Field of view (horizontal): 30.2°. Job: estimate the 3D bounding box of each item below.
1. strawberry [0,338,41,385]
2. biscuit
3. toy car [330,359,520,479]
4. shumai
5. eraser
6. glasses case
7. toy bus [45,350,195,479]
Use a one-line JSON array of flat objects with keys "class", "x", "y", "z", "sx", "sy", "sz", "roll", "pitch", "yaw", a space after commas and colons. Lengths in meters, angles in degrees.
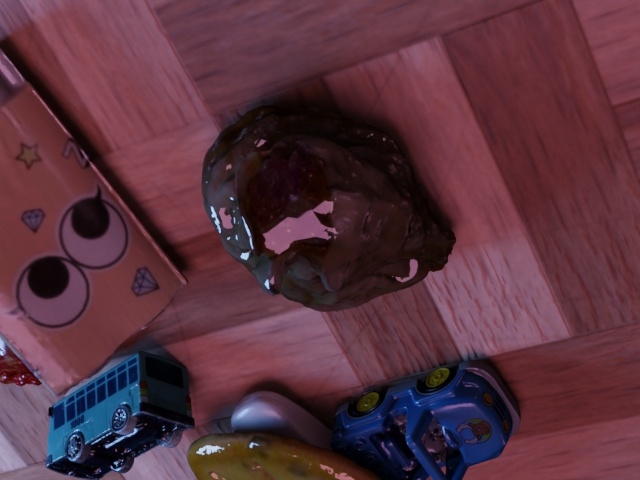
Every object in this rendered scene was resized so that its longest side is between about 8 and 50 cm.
[{"class": "strawberry", "x": -0.320, "y": 0.113, "z": 1.230, "sx": 0.167, "sy": 0.087, "sz": 0.208, "roll": 41, "pitch": 125, "yaw": -17}, {"class": "biscuit", "x": -0.022, "y": 0.274, "z": 1.235, "sx": 0.260, "sy": 0.041, "sz": 0.203, "roll": 24, "pitch": 142, "yaw": 4}, {"class": "toy car", "x": 0.099, "y": 0.200, "z": 1.181, "sx": 0.191, "sy": 0.100, "sz": 0.097, "roll": -24, "pitch": 116, "yaw": 26}, {"class": "shumai", "x": -0.004, "y": 0.000, "z": 1.013, "sx": 0.184, "sy": 0.185, "sz": 0.218, "roll": -27, "pitch": 114, "yaw": 28}, {"class": "eraser", "x": -0.276, "y": -0.014, "z": 1.100, "sx": 0.290, "sy": 0.171, "sz": 0.087, "roll": 54, "pitch": 161, "yaw": -22}, {"class": "glasses case", "x": -0.012, "y": 0.230, "z": 1.258, "sx": 0.193, "sy": 0.049, "sz": 0.074, "roll": 44, "pitch": 129, "yaw": -16}, {"class": "toy bus", "x": -0.215, "y": 0.187, "z": 1.251, "sx": 0.160, "sy": 0.092, "sz": 0.079, "roll": -32, "pitch": 140, "yaw": 30}]
